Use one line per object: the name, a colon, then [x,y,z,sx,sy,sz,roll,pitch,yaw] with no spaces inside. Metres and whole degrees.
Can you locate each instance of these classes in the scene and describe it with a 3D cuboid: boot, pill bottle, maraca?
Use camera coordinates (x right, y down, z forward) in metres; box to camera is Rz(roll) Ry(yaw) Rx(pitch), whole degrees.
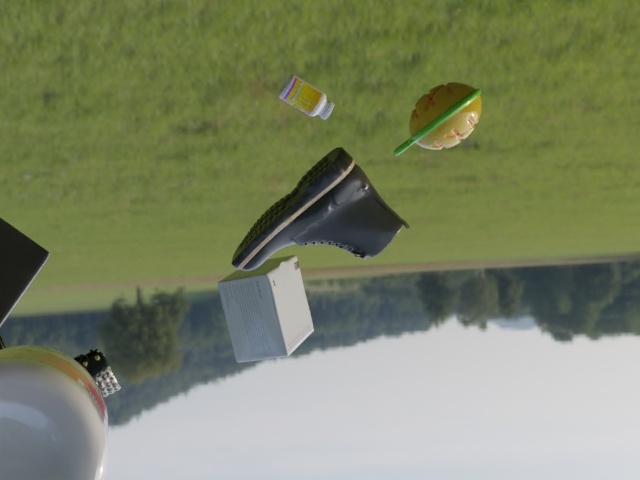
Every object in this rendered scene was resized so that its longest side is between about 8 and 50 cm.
boot: [-0.491,0.235,1.798,0.179,0.236,0.085,-30,-150,-14]
pill bottle: [-0.394,0.256,1.277,0.229,0.228,0.408,-2,178,-13]
pill bottle: [-0.021,-0.223,1.528,0.083,0.043,0.043,29,169,-14]
boot: [0.000,0.000,1.206,0.198,0.137,0.077,-41,-163,14]
maraca: [0.193,-0.196,1.622,0.186,0.099,0.127,-35,179,43]

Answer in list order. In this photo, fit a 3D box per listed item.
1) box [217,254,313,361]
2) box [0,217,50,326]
box: [-0.112,0.142,2.064,0.119,0.181,0.181,-10,-171,20]
box: [-0.452,0.018,1.009,0.270,0.165,0.143,38,129,-15]
